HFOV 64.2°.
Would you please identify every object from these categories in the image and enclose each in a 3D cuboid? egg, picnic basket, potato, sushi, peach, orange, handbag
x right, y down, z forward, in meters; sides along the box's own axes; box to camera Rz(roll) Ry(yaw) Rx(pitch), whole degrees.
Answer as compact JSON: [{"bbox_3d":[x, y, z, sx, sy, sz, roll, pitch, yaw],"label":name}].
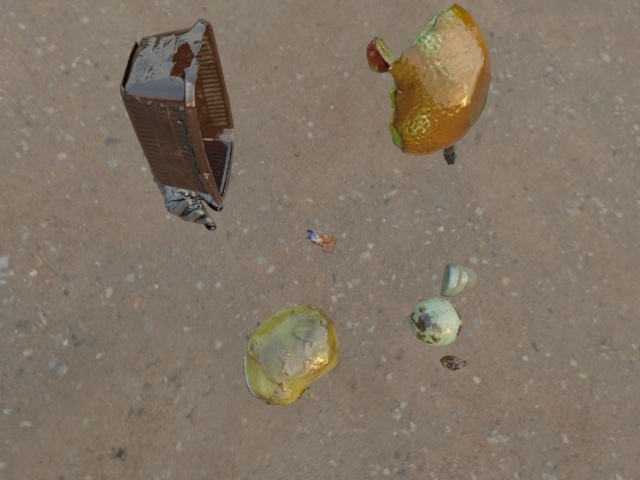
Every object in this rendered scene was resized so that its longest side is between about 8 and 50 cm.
[{"bbox_3d":[0.412,0.289,1.797,0.231,0.169,0.169,23,48,-46],"label":"egg"},{"bbox_3d":[-0.239,-0.210,0.888,0.129,0.297,0.223,-1,56,1],"label":"picnic basket"},{"bbox_3d":[-0.073,0.314,1.461,0.246,0.196,0.300,45,53,-7],"label":"potato"},{"bbox_3d":[0.459,0.425,1.764,0.099,0.047,0.050,-2,99,-9],"label":"sushi"},{"bbox_3d":[0.142,-0.439,1.221,0.077,0.083,0.050,25,62,13],"label":"peach"},{"bbox_3d":[0.277,-0.349,1.145,0.196,0.335,0.262,13,35,18],"label":"orange"},{"bbox_3d":[0.561,-0.452,2.186,0.074,0.332,0.192,1,81,17],"label":"handbag"}]

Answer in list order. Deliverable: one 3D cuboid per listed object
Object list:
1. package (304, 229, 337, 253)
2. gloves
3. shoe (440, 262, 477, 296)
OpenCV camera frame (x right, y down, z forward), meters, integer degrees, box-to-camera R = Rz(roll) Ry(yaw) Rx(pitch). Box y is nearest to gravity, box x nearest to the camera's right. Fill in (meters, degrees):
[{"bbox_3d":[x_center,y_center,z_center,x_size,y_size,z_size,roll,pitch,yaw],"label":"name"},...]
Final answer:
[{"bbox_3d":[0.000,0.001,1.746,0.110,0.033,0.077,24,28,-8],"label":"package"},{"bbox_3d":[-0.390,-0.130,1.496,0.142,0.119,0.285,-30,62,-27],"label":"gloves"},{"bbox_3d":[0.416,0.122,1.532,0.100,0.251,0.103,13,93,14],"label":"shoe"}]
